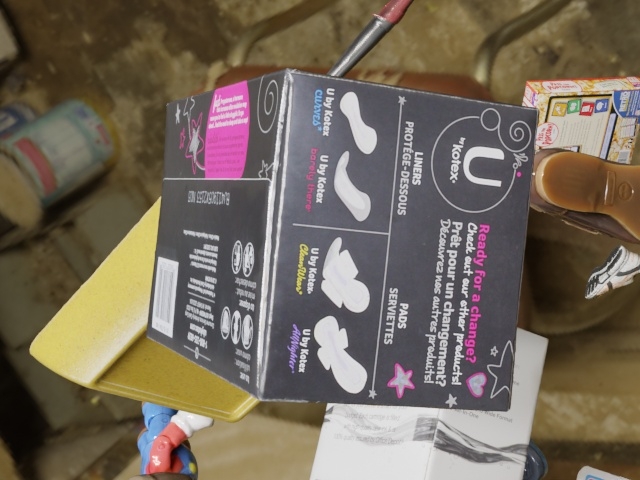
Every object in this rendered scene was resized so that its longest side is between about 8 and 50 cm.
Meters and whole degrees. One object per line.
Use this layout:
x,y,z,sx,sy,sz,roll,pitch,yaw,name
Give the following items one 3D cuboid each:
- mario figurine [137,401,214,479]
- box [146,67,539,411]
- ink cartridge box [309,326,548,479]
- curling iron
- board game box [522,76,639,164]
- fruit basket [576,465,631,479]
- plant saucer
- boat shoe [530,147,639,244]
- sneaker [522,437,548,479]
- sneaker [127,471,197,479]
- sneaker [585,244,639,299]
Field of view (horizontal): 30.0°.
-0.187,0.346,1.660,0.170,0.320,0.198,-24,118,7,mario figurine
0.000,0.000,0.683,0.247,0.142,0.163,-173,88,-70,box
0.100,0.233,1.264,0.129,0.307,0.223,20,165,-26,ink cartridge box
0.089,-0.312,1.644,0.274,0.068,0.035,-46,73,13,curling iron
0.408,-0.181,1.881,0.045,0.193,0.147,-116,27,-53,board game box
0.442,0.484,1.460,0.353,0.165,0.327,18,93,11,fruit basket
-0.134,0.112,1.479,0.333,0.333,0.081,-45,43,29,plant saucer
0.267,-0.042,1.126,0.207,0.073,0.073,19,173,-26,boat shoe
0.286,0.300,1.720,0.209,0.082,0.069,175,86,-73,sneaker
-0.122,0.282,0.965,0.066,0.071,0.188,1,88,52,sneaker
0.362,0.047,1.473,0.044,0.040,0.109,19,150,-7,sneaker
